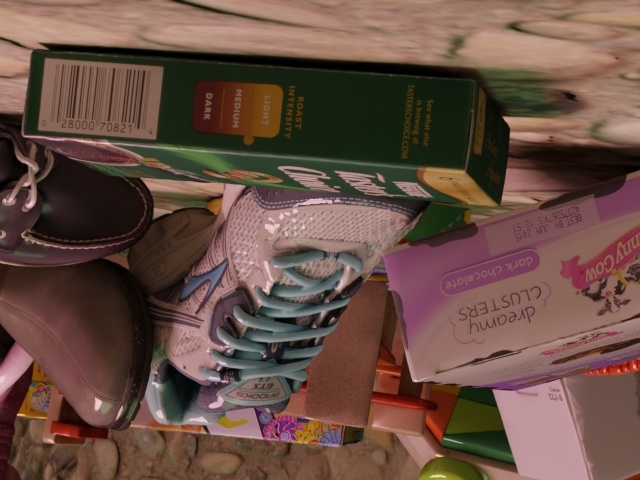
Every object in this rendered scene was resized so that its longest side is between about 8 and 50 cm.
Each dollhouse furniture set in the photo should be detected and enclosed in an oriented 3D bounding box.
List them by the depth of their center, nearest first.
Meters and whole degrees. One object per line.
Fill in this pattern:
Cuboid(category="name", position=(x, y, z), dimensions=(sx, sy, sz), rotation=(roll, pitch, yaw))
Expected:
Cuboid(category="dollhouse furniture set", position=(-0.049, 0.094, 1.229), dimensions=(0.259, 0.135, 0.262), rotation=(8, 174, 12))

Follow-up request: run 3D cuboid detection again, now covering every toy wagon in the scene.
Cuboid(category="toy wagon", position=(0.239, 0.147, 1.536), dimensions=(0.344, 0.068, 0.267), rotation=(12, -138, 13))

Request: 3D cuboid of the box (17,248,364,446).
Cuboid(category="box", position=(-0.098, 0.088, 1.605), dimensions=(0.279, 0.177, 0.290), rotation=(5, 175, 5))

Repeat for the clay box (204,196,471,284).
Cuboid(category="clay box", position=(0.000, 0.000, 1.186), dimensions=(0.127, 0.053, 0.222), rotation=(8, 174, -16))

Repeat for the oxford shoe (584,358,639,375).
Cuboid(category="oxford shoe", position=(0.189, 0.033, 1.241), dimensions=(0.098, 0.096, 0.271), rotation=(-7, -171, -27))

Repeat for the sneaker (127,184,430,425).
Cuboid(category="sneaker", position=(-0.020, 0.030, 0.951), dimensions=(0.110, 0.122, 0.283), rotation=(10, 158, -23))

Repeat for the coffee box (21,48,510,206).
Cuboid(category="coffee box", position=(-0.019, -0.045, 0.739), dimensions=(0.184, 0.040, 0.113), rotation=(5, 175, 12))

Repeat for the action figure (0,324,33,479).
Cuboid(category="action figure", position=(-0.266, 0.145, 1.328), dimensions=(0.276, 0.370, 0.248), rotation=(1, 173, 42))

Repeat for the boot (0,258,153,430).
Cuboid(category="boot", position=(-0.205, 0.023, 1.015), dimensions=(0.161, 0.083, 0.246), rotation=(6, -152, -35))

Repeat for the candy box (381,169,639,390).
Cuboid(category="candy box", position=(0.141, 0.023, 0.914), dimensions=(0.165, 0.070, 0.196), rotation=(-17, 168, 17))

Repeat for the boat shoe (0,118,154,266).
Cuboid(category="boat shoe", position=(-0.174, -0.029, 0.936), dimensions=(0.206, 0.075, 0.065), rotation=(14, 175, -30))

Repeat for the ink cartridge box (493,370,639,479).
Cuboid(category="ink cartridge box", position=(0.239, 0.107, 1.401), dimensions=(0.176, 0.127, 0.128), rotation=(-17, -176, -20))
